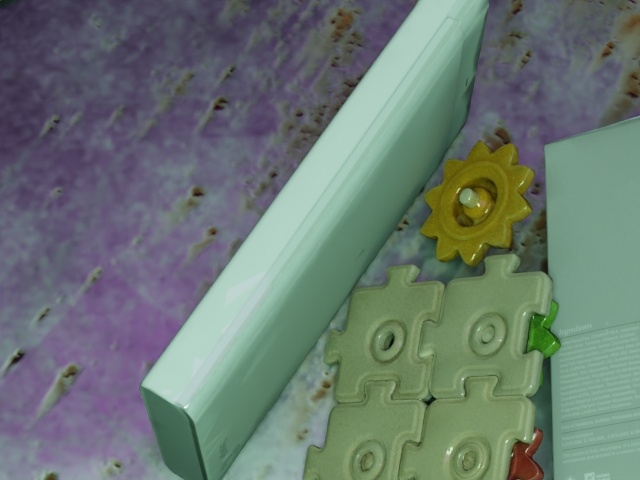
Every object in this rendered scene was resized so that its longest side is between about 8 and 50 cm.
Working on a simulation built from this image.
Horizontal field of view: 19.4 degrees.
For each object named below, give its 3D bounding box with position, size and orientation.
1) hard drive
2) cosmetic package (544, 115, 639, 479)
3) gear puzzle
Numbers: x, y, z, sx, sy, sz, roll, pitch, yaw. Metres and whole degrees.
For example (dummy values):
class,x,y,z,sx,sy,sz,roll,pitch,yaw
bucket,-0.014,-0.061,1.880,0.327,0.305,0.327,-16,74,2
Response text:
class,x,y,z,sx,sy,sz,roll,pitch,yaw
hard drive,0.000,0.000,1.151,0.040,0.203,0.307,31,73,11
cosmetic package,0.211,0.053,1.160,0.107,0.127,0.238,-12,68,38
gear puzzle,0.076,0.097,1.168,0.175,0.044,0.339,-7,65,41
